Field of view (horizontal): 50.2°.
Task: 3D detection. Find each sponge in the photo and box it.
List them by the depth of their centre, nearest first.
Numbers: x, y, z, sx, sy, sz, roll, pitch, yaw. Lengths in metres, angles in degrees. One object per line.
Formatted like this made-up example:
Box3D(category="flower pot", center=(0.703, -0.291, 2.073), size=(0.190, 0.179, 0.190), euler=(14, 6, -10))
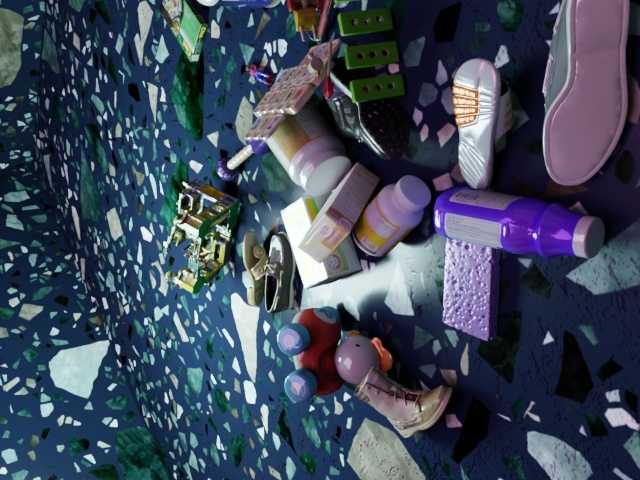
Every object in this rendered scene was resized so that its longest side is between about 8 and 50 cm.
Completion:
Box3D(category="sponge", center=(0.291, 0.077, 1.317), size=(0.117, 0.031, 0.210), euler=(18, 114, 50))

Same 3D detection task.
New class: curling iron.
Box3D(category="curling iron", center=(0.021, -0.562, 1.495), size=(0.068, 0.035, 0.274), euler=(51, 137, 32))

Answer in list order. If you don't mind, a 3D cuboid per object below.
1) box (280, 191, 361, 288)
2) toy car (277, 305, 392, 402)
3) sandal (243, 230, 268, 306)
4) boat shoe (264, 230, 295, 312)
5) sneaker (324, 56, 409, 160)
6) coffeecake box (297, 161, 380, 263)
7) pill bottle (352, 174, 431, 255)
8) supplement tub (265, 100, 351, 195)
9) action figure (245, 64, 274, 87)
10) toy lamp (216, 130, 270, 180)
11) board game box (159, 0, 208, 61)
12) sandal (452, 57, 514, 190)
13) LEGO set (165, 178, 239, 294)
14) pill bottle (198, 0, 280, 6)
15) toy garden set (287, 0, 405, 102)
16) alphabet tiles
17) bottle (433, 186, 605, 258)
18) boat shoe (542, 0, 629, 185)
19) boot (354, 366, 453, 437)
Box3D(category="box", center=(0.000, 0.000, 1.636), size=(0.114, 0.103, 0.203), euler=(-28, 77, 54))
Box3D(category="toy car", center=(0.058, 0.258, 1.600), size=(0.237, 0.219, 0.211), euler=(-7, 95, 26))
Box3D(category="sandal", center=(-0.162, 0.084, 1.936), size=(0.079, 0.088, 0.240), euler=(10, 120, 20))
Box3D(category="boat shoe", center=(-0.116, 0.090, 1.854), size=(0.081, 0.068, 0.228), euler=(20, 116, 50))
Box3D(category="sneaker", center=(0.095, -0.255, 1.449), size=(0.283, 0.107, 0.124), euler=(63, 152, 31))
Box3D(category="coffeecake box", center=(0.040, -0.060, 1.489), size=(0.068, 0.186, 0.142), euler=(36, 139, -5))
Box3D(category="pill bottle", center=(0.148, -0.052, 1.413), size=(0.184, 0.103, 0.103), euler=(-50, 60, 48))
Box3D(category="supplement tub", center=(-0.031, -0.215, 1.578), size=(0.200, 0.144, 0.144), euler=(56, 139, 28))
Box3D(category="action figure", center=(-0.164, -0.437, 1.800), size=(0.115, 0.030, 0.038), euler=(42, 137, 43))
Box3D(category="toy lamp", center=(-0.202, -0.241, 1.868), size=(0.274, 0.080, 0.080), euler=(-31, 75, 54))
Box3D(category="board game box", center=(-0.422, -0.682, 2.084), size=(0.260, 0.030, 0.136), euler=(58, 138, 26))
Box3D(category="sandal", center=(0.292, -0.209, 1.202), size=(0.102, 0.076, 0.265), euler=(43, 154, 40))
Box3D(category="LEGO set", center=(-0.388, -0.023, 2.037), size=(0.192, 0.255, 0.331), euler=(26, 137, 16))
Box3D(category="pill bottle", center=(-0.221, -0.633, 1.612), size=(0.153, 0.264, 0.153), euler=(21, 116, 50))
Box3D(category="toy garden set", center=(0.048, -0.397, 1.379), size=(0.049, 0.203, 0.245), euler=(179, 80, -78))
Box3D(category="alphabet tiles", center=(-0.067, -0.335, 1.512), size=(0.021, 0.278, 0.284), euler=(40, 172, -22))
Box3D(category="bottle", center=(0.330, -0.029, 1.153), size=(0.282, 0.118, 0.092), euler=(15, 112, 46))
Box3D(category="boat shoe", center=(0.400, -0.244, 1.041), size=(0.099, 0.116, 0.320), euler=(-75, -15, -64))
Box3D(category="boot", center=(0.173, 0.331, 1.465), size=(0.165, 0.077, 0.213), euler=(38, 141, 2))
